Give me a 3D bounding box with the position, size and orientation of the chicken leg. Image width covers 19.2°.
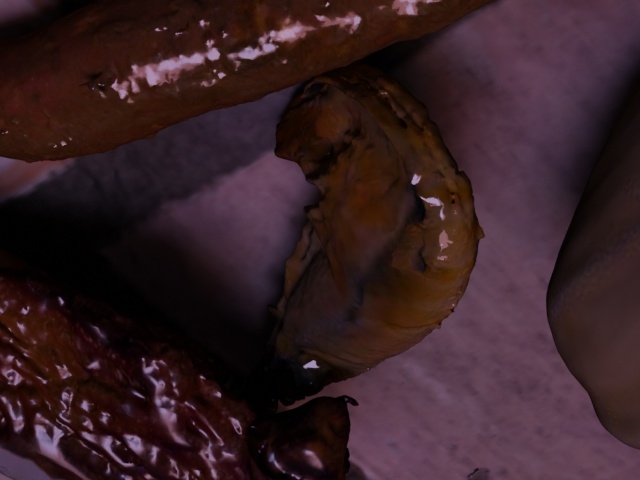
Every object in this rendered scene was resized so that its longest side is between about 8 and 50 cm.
[{"bbox_3d":[-0.150,0.030,0.822,0.407,0.096,0.158,41,149,-25],"label":"chicken leg"}]

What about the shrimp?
[{"bbox_3d":[0.007,0.006,0.863,0.066,0.117,0.262,-13,165,-28],"label":"shrimp"}]

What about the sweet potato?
[{"bbox_3d":[-0.046,-0.081,0.764,0.314,0.072,0.066,-15,111,16],"label":"sweet potato"}]

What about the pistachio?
[{"bbox_3d":[0.188,-0.014,0.787,0.138,0.153,0.238,26,102,-35],"label":"pistachio"}]
